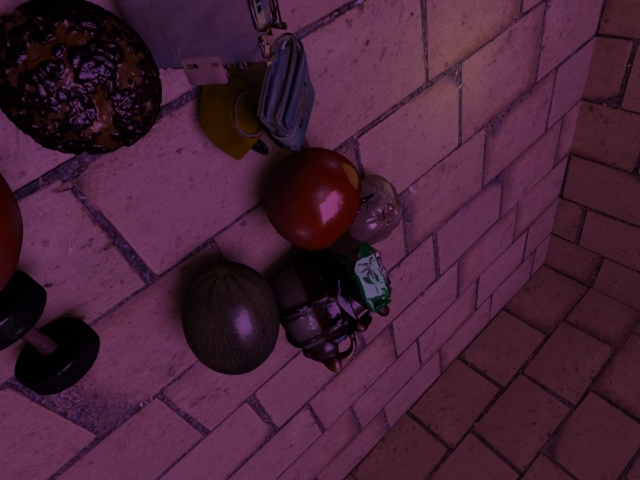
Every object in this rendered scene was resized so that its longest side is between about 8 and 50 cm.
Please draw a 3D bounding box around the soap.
[{"bbox_3d":[0.099,0.084,1.214,0.098,0.273,0.218,-28,110,-12],"label":"soap"}]

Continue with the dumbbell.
[{"bbox_3d":[-0.543,0.175,0.793,0.152,0.152,0.218,-39,138,-19],"label":"dumbbell"}]

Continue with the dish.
[{"bbox_3d":[-0.168,-0.269,0.883,0.149,0.080,0.208,-29,122,-40],"label":"dish"}]

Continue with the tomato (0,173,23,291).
[{"bbox_3d":[-0.562,0.000,0.533,0.321,0.321,0.321,-25,132,-31],"label":"tomato"}]

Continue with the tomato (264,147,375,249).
[{"bbox_3d":[-0.017,-0.106,1.058,0.224,0.256,0.256,20,102,-34],"label":"tomato"}]

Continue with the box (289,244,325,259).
[{"bbox_3d":[0.000,0.000,1.315,0.193,0.030,0.121,9,110,-47],"label":"box"}]

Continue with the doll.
[{"bbox_3d":[0.061,0.260,1.455,0.318,0.209,0.340,37,86,-19],"label":"doll"}]

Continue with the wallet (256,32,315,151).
[{"bbox_3d":[-0.065,-0.293,0.893,0.250,0.075,0.176,-3,106,-85],"label":"wallet"}]

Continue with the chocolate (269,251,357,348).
[{"bbox_3d":[-0.043,0.193,1.214,0.186,0.283,0.283,-29,134,-19],"label":"chocolate"}]

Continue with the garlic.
[{"bbox_3d":[0.163,-0.089,1.307,0.228,0.152,0.228,-21,119,-45],"label":"garlic"}]

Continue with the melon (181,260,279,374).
[{"bbox_3d":[-0.222,0.193,1.062,0.237,0.237,0.302,-27,128,-30],"label":"melon"}]

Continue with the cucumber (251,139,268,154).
[{"bbox_3d":[-0.180,-0.239,0.961,0.184,0.033,0.036,21,79,-47],"label":"cucumber"}]

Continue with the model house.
[{"bbox_3d":[-0.176,-0.395,0.746,0.206,0.271,0.178,-71,155,-42],"label":"model house"}]

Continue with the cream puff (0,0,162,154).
[{"bbox_3d":[-0.368,-0.242,0.654,0.239,0.165,0.239,-18,132,-21],"label":"cream puff"}]
